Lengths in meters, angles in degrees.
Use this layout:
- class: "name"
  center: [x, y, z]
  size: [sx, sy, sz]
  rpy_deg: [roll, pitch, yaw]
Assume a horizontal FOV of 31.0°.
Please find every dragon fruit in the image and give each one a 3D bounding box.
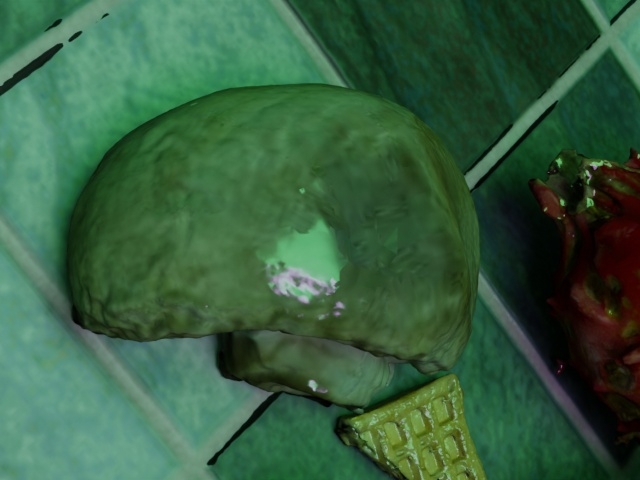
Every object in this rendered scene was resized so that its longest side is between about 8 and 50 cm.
- class: "dragon fruit"
  center: [0.258, 0.034, 0.808]
  size: [0.268, 0.210, 0.205]
  rpy_deg: [47, 43, -9]

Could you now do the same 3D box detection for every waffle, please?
- class: "waffle"
  center: [0.075, 0.173, 0.767]
  size: [0.097, 0.023, 0.153]
  rpy_deg: [-21, 93, -31]

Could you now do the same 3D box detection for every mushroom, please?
- class: "mushroom"
  center: [0.004, -0.007, 0.674]
  size: [0.267, 0.164, 0.190]
  rpy_deg: [20, 72, -27]
